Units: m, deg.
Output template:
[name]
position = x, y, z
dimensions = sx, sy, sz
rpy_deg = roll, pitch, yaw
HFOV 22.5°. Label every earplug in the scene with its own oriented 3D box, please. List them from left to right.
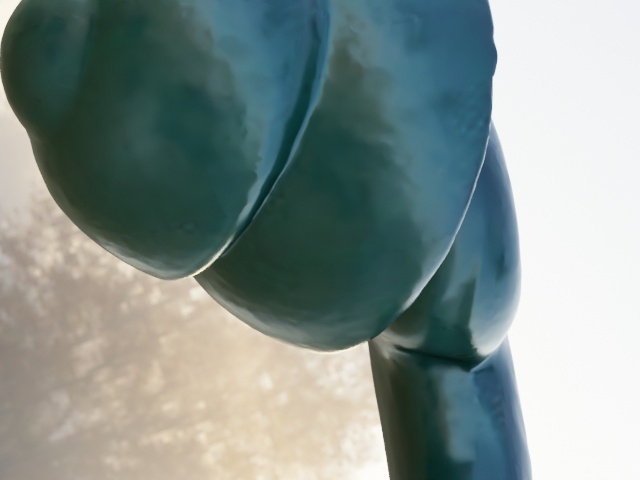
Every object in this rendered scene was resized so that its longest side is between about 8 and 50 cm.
[earplug]
position = -0.005, 0.004, 0.611
dimensions = 0.164, 0.280, 0.257
rpy_deg = 25, -88, 62
